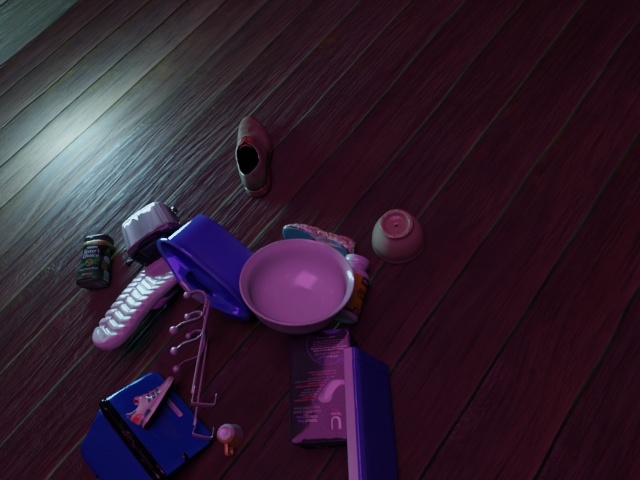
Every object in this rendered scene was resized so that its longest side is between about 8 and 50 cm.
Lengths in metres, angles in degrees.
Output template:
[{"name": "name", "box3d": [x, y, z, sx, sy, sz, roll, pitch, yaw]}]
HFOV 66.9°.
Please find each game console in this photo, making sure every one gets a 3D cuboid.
[{"name": "game console", "box3d": [-0.479, 0.556, 1.323, 0.293, 0.173, 0.250, 36, 43, 27]}]

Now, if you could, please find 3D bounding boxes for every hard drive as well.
[{"name": "hard drive", "box3d": [0.121, 0.434, 1.142, 0.040, 0.210, 0.318, -16, 57, 25]}]

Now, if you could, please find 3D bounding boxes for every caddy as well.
[{"name": "caddy", "box3d": [-0.312, 0.093, 1.387, 0.341, 0.241, 0.179, 40, 62, 0]}]

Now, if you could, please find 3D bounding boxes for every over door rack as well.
[{"name": "over door rack", "box3d": [-0.337, 0.326, 1.271, 0.108, 0.239, 0.324, -2, 51, -16]}]

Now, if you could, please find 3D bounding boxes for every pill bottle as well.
[{"name": "pill bottle", "box3d": [0.081, 0.136, 1.380, 0.103, 0.103, 0.184, 11, 65, 19]}]

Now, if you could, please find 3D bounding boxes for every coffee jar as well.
[{"name": "coffee jar", "box3d": [-0.756, 0.068, 1.631, 0.096, 0.079, 0.184, -11, 59, 7]}]

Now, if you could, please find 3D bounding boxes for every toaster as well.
[{"name": "toaster", "box3d": [-0.560, -0.021, 1.607, 0.227, 0.129, 0.146, -35, 55, 2]}]

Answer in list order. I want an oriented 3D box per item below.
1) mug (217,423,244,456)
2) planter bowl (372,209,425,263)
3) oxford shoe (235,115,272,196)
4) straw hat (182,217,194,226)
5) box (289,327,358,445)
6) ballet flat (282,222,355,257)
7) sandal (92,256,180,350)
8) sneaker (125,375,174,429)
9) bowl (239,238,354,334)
[{"name": "mug", "box3d": [-0.236, 0.514, 1.266, 0.062, 0.064, 0.078, -37, 60, -9]}, {"name": "planter bowl", "box3d": [0.228, -0.025, 1.432, 0.162, 0.109, 0.162, -5, 61, 10]}, {"name": "oxford shoe", "box3d": [-0.238, -0.325, 1.697, 0.123, 0.130, 0.348, -16, 59, 4]}, {"name": "straw hat", "box3d": [-0.396, -0.013, 1.596, 0.144, 0.145, 0.061, 38, 113, 28]}, {"name": "box", "box3d": [0.016, 0.379, 1.235, 0.165, 0.143, 0.270, -8, 60, 11]}, {"name": "ballet flat", "box3d": [0.000, 0.000, 1.501, 0.241, 0.091, 0.077, 22, 38, 19]}, {"name": "sandal", "box3d": [-0.527, 0.180, 1.503, 0.170, 0.102, 0.416, 10, 47, 37]}, {"name": "sneaker", "box3d": [-0.458, 0.424, 1.307, 0.075, 0.057, 0.161, 22, 41, 4]}, {"name": "bowl", "box3d": [-0.061, 0.141, 1.279, 0.298, 0.134, 0.297, 2, 43, -1]}]
